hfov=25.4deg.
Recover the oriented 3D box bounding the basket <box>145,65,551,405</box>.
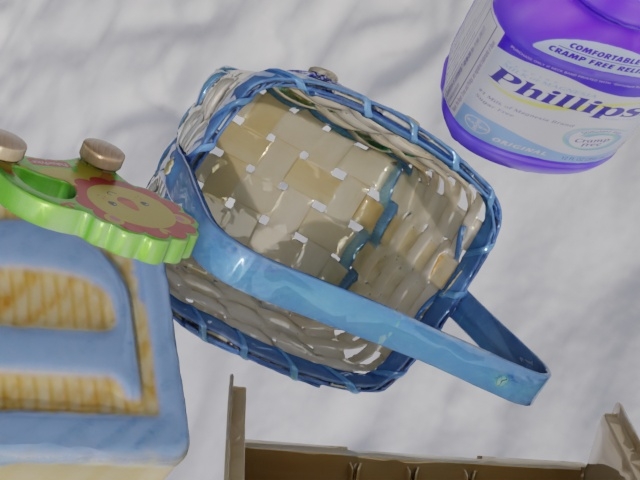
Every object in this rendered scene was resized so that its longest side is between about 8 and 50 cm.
[{"bbox_3d":[0.000,0.000,0.958,0.201,0.255,0.289,-57,29,14],"label":"basket"}]

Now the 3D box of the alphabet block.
[{"bbox_3d":[-0.209,0.087,0.879,0.197,0.192,0.193,-50,41,46],"label":"alphabet block"}]

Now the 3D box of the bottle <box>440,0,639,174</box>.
[{"bbox_3d":[0.145,-0.121,0.740,0.283,0.118,0.092,117,165,-71],"label":"bottle"}]

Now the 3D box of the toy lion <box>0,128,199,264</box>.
[{"bbox_3d":[-0.113,-0.018,0.707,0.096,0.100,0.034,39,114,38],"label":"toy lion"}]

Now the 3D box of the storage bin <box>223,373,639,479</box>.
[{"bbox_3d":[0.069,0.188,0.853,0.260,0.262,0.123,-96,11,-69],"label":"storage bin"}]
